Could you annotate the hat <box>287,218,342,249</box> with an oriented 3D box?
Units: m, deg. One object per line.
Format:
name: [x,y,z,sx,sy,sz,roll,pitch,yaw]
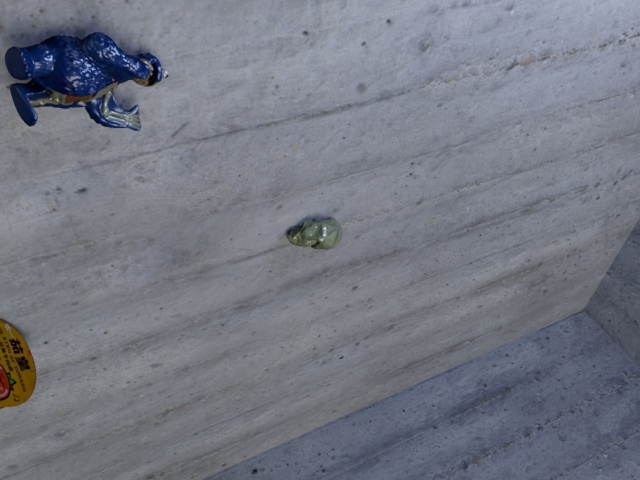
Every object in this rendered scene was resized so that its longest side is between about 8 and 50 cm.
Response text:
hat: [0.000,-0.002,1.525,0.122,0.081,0.166,-39,152,10]

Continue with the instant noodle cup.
instant noodle cup: [-0.746,0.286,1.197,0.172,0.216,0.216,-28,143,6]

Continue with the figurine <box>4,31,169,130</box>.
figurine: [-0.380,-0.276,0.934,0.262,0.121,0.164,-12,147,-51]
